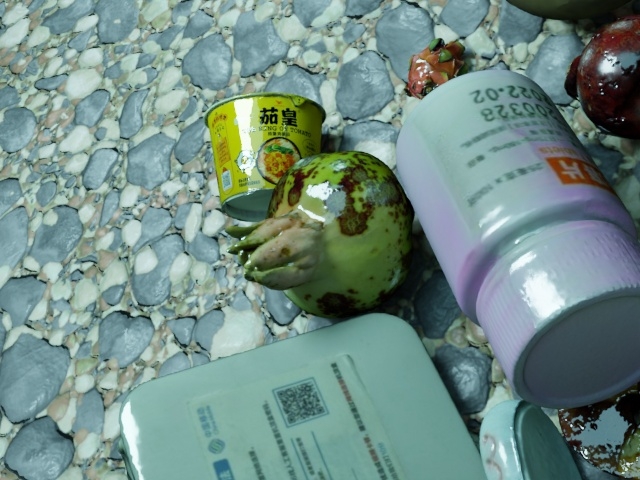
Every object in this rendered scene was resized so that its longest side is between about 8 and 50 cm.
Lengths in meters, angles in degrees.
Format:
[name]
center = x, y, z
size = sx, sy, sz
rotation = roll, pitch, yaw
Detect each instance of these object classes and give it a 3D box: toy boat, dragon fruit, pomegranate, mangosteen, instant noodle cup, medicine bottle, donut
[toy boat]
center = 0.237, 0.282, 1.150
size = 0.079, 0.134, 0.207
rotation = -38, 55, 34
[dragon fruit]
center = 0.170, -0.246, 1.457
size = 0.081, 0.086, 0.116
rotation = -23, 40, 61
[pomegranate]
center = 0.014, 0.000, 1.302
size = 0.204, 0.276, 0.221
rotation = -4, 99, 16
[mangosteen]
center = 0.398, -0.211, 1.285
size = 0.166, 0.166, 0.180
rotation = -39, 26, 6
[instant noodle cup]
center = -0.078, -0.114, 1.471
size = 0.182, 0.182, 0.144
rotation = -11, 72, 22
[medicine bottle]
center = 0.241, -0.012, 1.184
size = 0.219, 0.219, 0.388
rotation = -31, 43, 11
[donut]
center = 0.368, 0.198, 1.153
size = 0.184, 0.073, 0.166
rotation = -2, 65, 27

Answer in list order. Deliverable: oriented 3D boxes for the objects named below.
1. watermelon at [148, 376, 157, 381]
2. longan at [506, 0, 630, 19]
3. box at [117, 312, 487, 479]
[watermelon]
center = -0.122, 0.322, 1.317
size = 0.128, 0.159, 0.303
rotation = -18, 56, -14
[longan]
center = 0.345, -0.438, 1.362
size = 0.300, 0.243, 0.300
rotation = 0, 89, 13
[box]
center = -0.008, 0.301, 1.180
size = 0.397, 0.111, 0.396
rotation = -15, 55, -16
